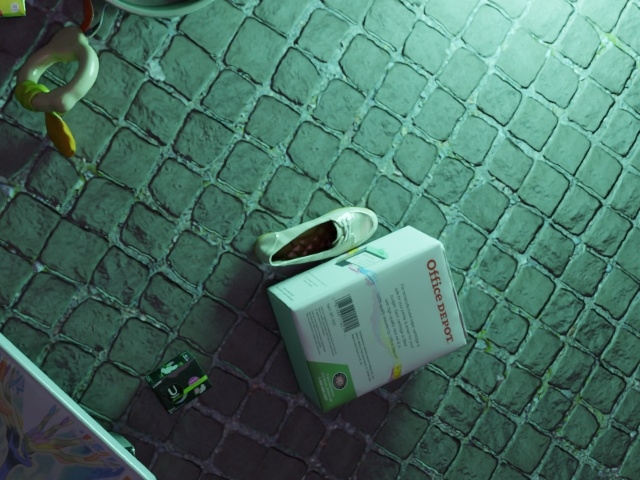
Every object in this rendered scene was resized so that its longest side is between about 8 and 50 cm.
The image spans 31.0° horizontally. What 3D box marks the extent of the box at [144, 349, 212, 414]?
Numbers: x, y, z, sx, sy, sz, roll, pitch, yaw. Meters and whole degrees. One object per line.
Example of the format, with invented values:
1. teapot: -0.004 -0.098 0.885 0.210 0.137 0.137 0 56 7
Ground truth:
1. box: -0.227 0.227 1.851 0.083 0.052 0.062 -34 110 -11

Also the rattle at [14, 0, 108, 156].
1. rattle: -0.352 -0.247 1.715 0.143 0.130 0.199 46 50 -39

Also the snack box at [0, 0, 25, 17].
1. snack box: -0.512 -0.413 1.616 0.174 0.070 0.207 -7 100 -19

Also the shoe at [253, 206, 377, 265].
1. shoe: 0.000 0.000 1.892 0.219 0.058 0.076 -17 105 -17

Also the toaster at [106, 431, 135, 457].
1. toaster: -0.380 0.397 1.792 0.186 0.110 0.168 -4 99 -20

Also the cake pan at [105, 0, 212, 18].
1. cake pan: -0.249 -0.474 1.705 0.293 0.054 0.293 -3 97 -23

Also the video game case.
1. video game case: -0.459 0.348 1.697 0.329 0.036 0.300 43 97 1

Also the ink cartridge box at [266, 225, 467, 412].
1. ink cartridge box: 0.080 0.125 1.906 0.278 0.117 0.201 -24 114 -16
